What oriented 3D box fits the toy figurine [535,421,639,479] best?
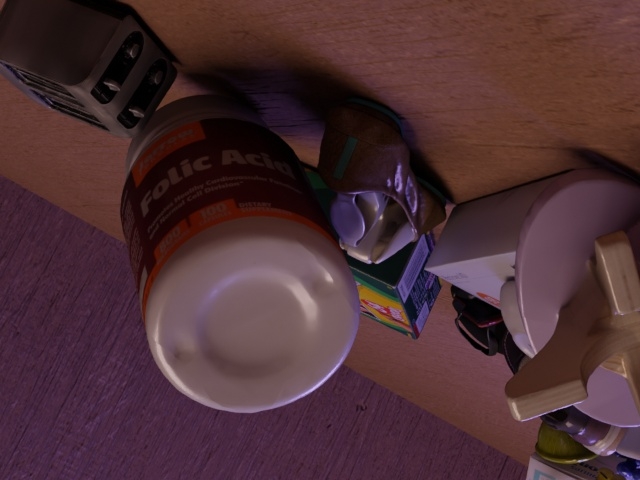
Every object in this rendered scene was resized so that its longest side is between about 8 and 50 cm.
[{"bbox_3d":[0.401,0.212,2.231,0.217,0.191,0.362,59,165,-19],"label":"toy figurine"}]

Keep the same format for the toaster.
[{"bbox_3d":[-0.280,-0.212,1.848,0.186,0.110,0.168,23,169,21],"label":"toaster"}]

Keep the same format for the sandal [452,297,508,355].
[{"bbox_3d":[0.242,0.134,2.480,0.097,0.054,0.254,22,169,23],"label":"sandal"}]

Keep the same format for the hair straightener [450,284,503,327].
[{"bbox_3d":[0.196,0.050,2.151,0.230,0.047,0.089,-109,0,-80],"label":"hair straightener"}]

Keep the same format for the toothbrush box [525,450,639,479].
[{"bbox_3d":[0.423,0.390,2.505,0.126,0.216,0.295,20,-152,27],"label":"toothbrush box"}]

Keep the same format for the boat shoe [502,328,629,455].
[{"bbox_3d":[0.285,0.162,1.990,0.092,0.103,0.285,28,-165,-26],"label":"boat shoe"}]

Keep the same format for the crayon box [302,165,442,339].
[{"bbox_3d":[0.000,0.000,2.247,0.313,0.106,0.363,24,170,13],"label":"crayon box"}]

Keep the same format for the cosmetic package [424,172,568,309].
[{"bbox_3d":[0.303,0.048,1.768,0.284,0.097,0.377,30,170,-9],"label":"cosmetic package"}]

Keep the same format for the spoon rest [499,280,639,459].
[{"bbox_3d":[0.293,0.128,1.759,0.137,0.084,0.276,11,149,53],"label":"spoon rest"}]

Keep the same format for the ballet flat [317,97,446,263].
[{"bbox_3d":[0.061,-0.045,1.807,0.116,0.124,0.342,22,170,16],"label":"ballet flat"}]

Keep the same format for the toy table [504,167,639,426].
[{"bbox_3d":[0.285,0.083,1.490,0.274,0.252,0.161,57,-170,-22],"label":"toy table"}]

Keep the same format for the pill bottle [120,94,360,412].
[{"bbox_3d":[-0.104,-0.004,1.799,0.224,0.224,0.392,31,-164,-26],"label":"pill bottle"}]
